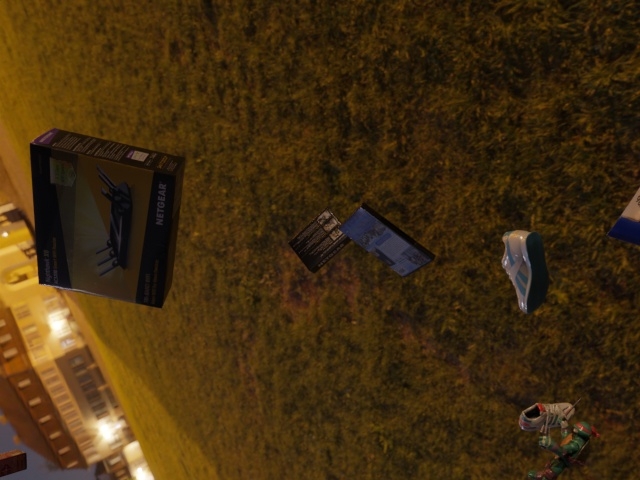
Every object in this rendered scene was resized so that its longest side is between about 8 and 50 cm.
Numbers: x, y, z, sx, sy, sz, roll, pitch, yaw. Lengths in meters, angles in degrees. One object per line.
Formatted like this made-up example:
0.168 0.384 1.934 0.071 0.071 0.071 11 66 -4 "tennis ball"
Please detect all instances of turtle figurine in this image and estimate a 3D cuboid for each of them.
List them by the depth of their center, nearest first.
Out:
0.591 0.508 1.299 0.118 0.175 0.234 33 102 40 "turtle figurine"

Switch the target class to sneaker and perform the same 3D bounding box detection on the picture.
0.536 0.081 1.398 0.092 0.087 0.228 14 117 58 "sneaker"
0.639 0.487 1.495 0.057 0.161 0.075 -102 -6 -48 "sneaker"

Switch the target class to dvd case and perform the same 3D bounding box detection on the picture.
0.185 0.004 1.518 0.253 0.022 0.180 36 153 -3 "dvd case"

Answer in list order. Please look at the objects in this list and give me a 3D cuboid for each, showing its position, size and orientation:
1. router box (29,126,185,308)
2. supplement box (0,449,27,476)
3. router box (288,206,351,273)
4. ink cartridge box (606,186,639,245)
-0.394 -0.032 0.990 0.081 0.243 0.308 -87 10 -57 "router box"
-0.777 0.551 1.306 0.055 0.083 0.043 -8 84 40 "supplement box"
0.000 0.000 1.721 0.133 0.179 0.046 52 -171 29 "router box"
0.616 -0.099 0.825 0.065 0.165 0.332 -74 0 -55 "ink cartridge box"
